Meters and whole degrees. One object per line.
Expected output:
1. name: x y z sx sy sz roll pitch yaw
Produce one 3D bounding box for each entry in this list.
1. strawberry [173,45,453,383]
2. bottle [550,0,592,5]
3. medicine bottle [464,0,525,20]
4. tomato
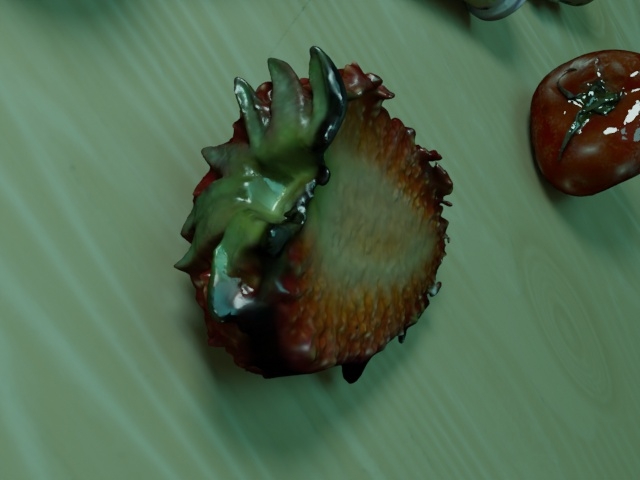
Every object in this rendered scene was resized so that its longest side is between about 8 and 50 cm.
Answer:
1. strawberry: 0.000 0.000 0.627 0.306 0.138 0.233 34 70 -61
2. bottle: 0.331 -0.388 1.096 0.152 0.099 0.098 0 75 -40
3. medicine bottle: 0.063 -0.366 0.825 0.426 0.108 0.108 16 64 -37
4. tomato: 0.354 -0.141 0.968 0.151 0.187 0.187 46 45 -51
